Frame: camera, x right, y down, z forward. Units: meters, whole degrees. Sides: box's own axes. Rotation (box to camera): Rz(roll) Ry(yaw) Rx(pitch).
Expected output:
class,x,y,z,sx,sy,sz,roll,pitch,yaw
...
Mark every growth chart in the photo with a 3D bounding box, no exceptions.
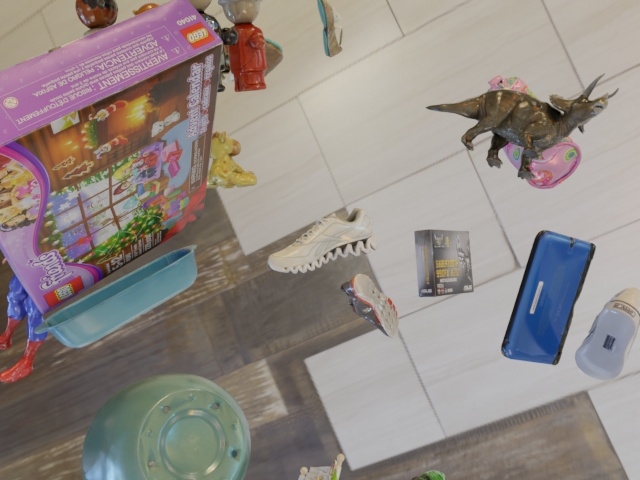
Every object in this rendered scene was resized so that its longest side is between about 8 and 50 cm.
class,x,y,z,sx,sy,sz,roll,pitch,yaw
growth chart,-0.019,0.538,1.274,0.021,0.237,0.172,24,59,-12

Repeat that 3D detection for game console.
class,x,y,z,sx,sy,sz,roll,pitch,yaw
game console,0.504,0.122,1.445,0.250,0.173,0.293,13,96,-28

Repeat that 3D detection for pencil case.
class,x,y,z,sx,sy,sz,roll,pitch,yaw
pencil case,0.428,-0.233,1.295,0.124,0.124,0.284,-31,42,17

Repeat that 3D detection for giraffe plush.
class,x,y,z,sx,sy,sz,roll,pitch,yaw
giraffe plush,-0.310,-0.257,1.970,0.181,0.210,0.171,-2,91,28

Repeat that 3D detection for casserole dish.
class,x,y,z,sx,sy,sz,roll,pitch,yaw
casserole dish,-0.211,0.063,0.670,0.188,0.114,0.037,-30,102,-25

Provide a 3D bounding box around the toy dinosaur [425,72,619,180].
class,x,y,z,sx,sy,sz,roll,pitch,yaw
toy dinosaur,0.352,-0.214,1.125,0.313,0.121,0.160,16,68,33

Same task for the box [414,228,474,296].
class,x,y,z,sx,sy,sz,roll,pitch,yaw
box,0.352,0.063,1.748,0.056,0.231,0.183,-6,85,39

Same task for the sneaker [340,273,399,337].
class,x,y,z,sx,sy,sz,roll,pitch,yaw
sneaker,0.097,0.131,1.229,0.064,0.061,0.158,-19,115,41

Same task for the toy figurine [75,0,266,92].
class,x,y,z,sx,sy,sz,roll,pitch,yaw
toy figurine,-0.183,-0.257,0.784,0.209,0.213,0.148,0,105,20

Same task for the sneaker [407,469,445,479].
class,x,y,z,sx,sy,sz,roll,pitch,yaw
sneaker,0.184,0.409,0.685,0.146,0.134,0.344,-38,101,-8

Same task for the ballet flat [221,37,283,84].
class,x,y,z,sx,sy,sz,roll,pitch,yaw
ballet flat,-0.214,-0.470,1.646,0.342,0.116,0.124,28,88,52

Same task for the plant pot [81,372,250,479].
class,x,y,z,sx,sy,sz,roll,pitch,yaw
plant pot,-0.257,0.373,1.106,0.293,0.293,0.235,63,147,6

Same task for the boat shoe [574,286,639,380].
class,x,y,z,sx,sy,sz,roll,pitch,yaw
boat shoe,0.605,0.195,1.290,0.096,0.268,0.088,28,58,32

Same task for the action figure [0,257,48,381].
class,x,y,z,sx,sy,sz,roll,pitch,yaw
action figure,-0.365,0.049,0.733,0.091,0.139,0.280,38,108,19

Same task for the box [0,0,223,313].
class,x,y,z,sx,sy,sz,roll,pitch,yaw
box,-0.192,-0.055,0.547,0.200,0.293,0.057,-34,77,-25

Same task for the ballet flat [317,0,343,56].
class,x,y,z,sx,sy,sz,roll,pitch,yaw
ballet flat,0.036,-0.690,1.987,0.067,0.206,0.073,-17,50,-5

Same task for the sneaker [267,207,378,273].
class,x,y,z,sx,sy,sz,roll,pitch,yaw
sneaker,0.000,0.000,1.540,0.292,0.110,0.118,-18,109,-20
